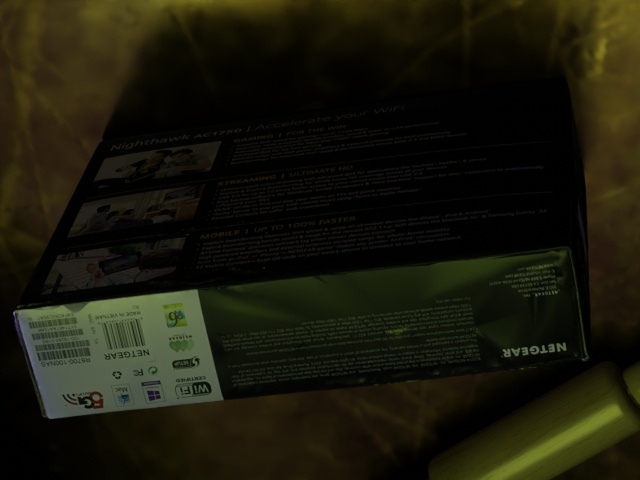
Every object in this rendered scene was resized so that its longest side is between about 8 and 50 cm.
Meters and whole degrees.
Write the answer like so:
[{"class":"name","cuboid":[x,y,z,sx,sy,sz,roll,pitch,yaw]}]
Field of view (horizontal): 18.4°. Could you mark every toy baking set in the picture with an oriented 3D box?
[{"class":"toy baking set","cuboid":[0.111,0.152,0.775,0.256,0.030,0.197,-27,100,17]}]

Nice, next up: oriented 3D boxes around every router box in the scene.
[{"class":"router box","cuboid":[0.000,0.000,0.670,0.179,0.133,0.046,-6,116,11]}]
